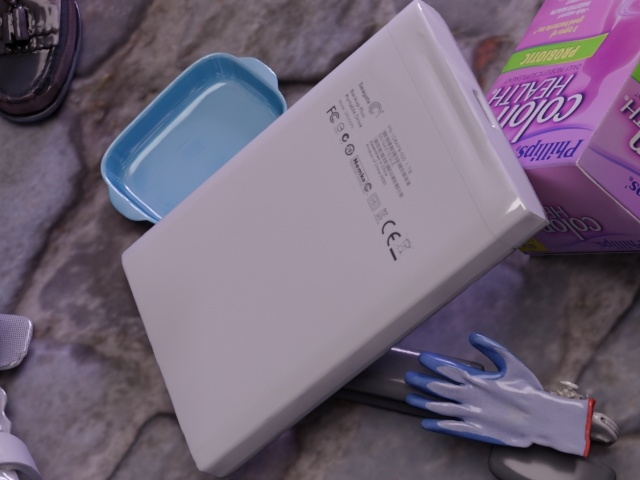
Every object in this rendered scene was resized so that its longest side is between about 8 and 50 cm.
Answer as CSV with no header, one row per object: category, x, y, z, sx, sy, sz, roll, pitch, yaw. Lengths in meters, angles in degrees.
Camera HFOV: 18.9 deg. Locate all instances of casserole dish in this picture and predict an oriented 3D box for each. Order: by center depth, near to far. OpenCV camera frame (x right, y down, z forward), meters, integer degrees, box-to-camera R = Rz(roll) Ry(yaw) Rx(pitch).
casserole dish,-0.110,-0.085,1.728,0.114,0.037,0.188,39,79,23

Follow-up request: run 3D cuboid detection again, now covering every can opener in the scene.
can opener,0.107,0.137,1.564,0.280,0.074,0.093,16,71,17

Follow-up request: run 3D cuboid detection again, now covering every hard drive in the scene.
hard drive,0.000,0.000,1.563,0.353,0.047,0.233,-39,53,22

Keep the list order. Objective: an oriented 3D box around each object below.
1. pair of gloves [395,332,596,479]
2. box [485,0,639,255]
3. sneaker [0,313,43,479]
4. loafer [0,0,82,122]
pair of gloves,0.132,0.175,1.519,0.159,0.023,0.198,12,100,16
box,0.243,-0.118,1.566,0.117,0.213,0.243,38,74,-21
sneaker,-0.287,0.150,1.597,0.366,0.137,0.210,27,76,24
loafer,-0.284,-0.261,1.807,0.109,0.095,0.303,-4,65,9
